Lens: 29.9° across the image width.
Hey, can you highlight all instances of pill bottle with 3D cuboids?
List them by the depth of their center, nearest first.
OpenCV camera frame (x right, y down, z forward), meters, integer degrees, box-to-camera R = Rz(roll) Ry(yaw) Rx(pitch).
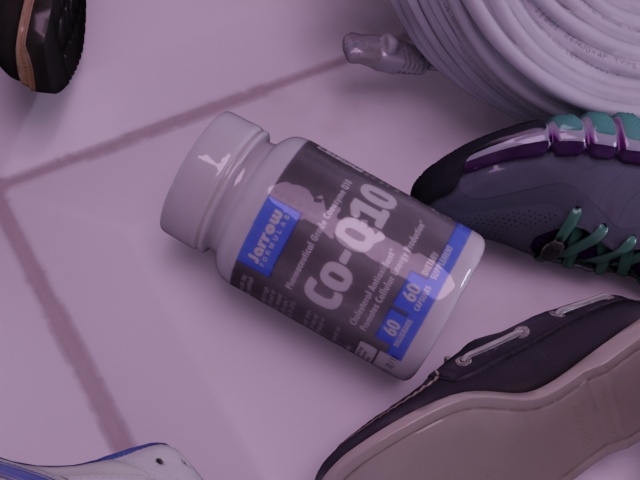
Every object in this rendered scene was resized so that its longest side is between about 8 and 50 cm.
[{"bbox_3d":[0.000,0.000,0.558,0.137,0.078,0.078,29,60,5],"label":"pill bottle"}]

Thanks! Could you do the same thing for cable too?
[{"bbox_3d":[0.152,-0.183,0.621,0.257,0.089,0.257,15,93,-21],"label":"cable"}]

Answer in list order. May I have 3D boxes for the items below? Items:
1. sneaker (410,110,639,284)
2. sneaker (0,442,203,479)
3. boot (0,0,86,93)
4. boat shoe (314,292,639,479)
[{"bbox_3d":[0.158,-0.007,0.597,0.223,0.083,0.098,-5,68,-16],"label":"sneaker"},{"bbox_3d":[-0.044,0.139,0.457,0.296,0.112,0.131,20,42,-10],"label":"sneaker"},{"bbox_3d":[-0.189,-0.154,0.614,0.137,0.077,0.198,1,48,-7],"label":"boot"},{"bbox_3d":[0.084,0.080,0.556,0.206,0.075,0.065,-22,25,-17],"label":"boat shoe"}]
